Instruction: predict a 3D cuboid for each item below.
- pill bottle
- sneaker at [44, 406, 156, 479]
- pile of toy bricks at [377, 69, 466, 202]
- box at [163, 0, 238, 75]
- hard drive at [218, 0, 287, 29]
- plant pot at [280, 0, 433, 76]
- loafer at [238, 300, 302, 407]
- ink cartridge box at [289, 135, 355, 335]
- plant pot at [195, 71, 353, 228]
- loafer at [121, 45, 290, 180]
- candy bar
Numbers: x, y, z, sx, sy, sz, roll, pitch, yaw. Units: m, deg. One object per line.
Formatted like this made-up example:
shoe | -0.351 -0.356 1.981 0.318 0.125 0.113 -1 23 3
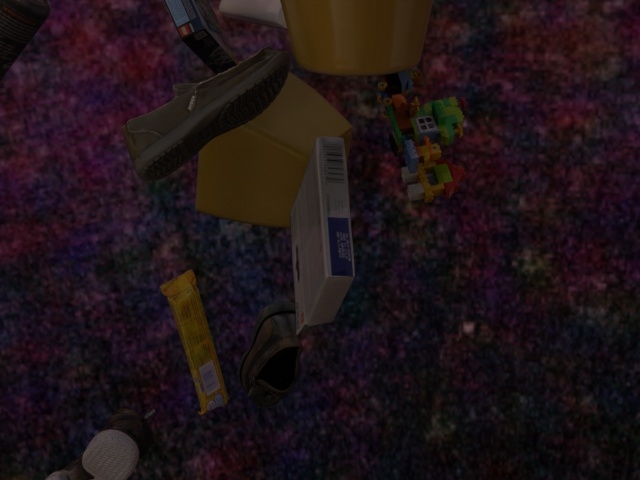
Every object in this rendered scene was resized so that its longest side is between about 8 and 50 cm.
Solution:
pill bottle | -0.533 -0.365 1.616 0.246 0.130 0.130 -47 31 15
sneaker | -0.369 0.380 1.655 0.101 0.268 0.153 46 28 -3
pile of toy bricks | 0.148 -0.166 1.324 0.105 0.118 0.212 -11 57 -5
box | -0.210 -0.375 1.625 0.044 0.159 0.233 -26 -9 5
hard drive | -0.073 -0.479 1.724 0.040 0.210 0.318 26 4 -27
plant pot | 0.044 -0.340 1.225 0.254 0.239 0.254 -1 24 0
loafer | -0.078 0.210 1.617 0.096 0.268 0.084 -7 51 -17
ink cartridge box | 0.000 0.000 1.428 0.045 0.224 0.223 2 64 -12
plant pot | -0.066 -0.141 1.646 0.187 0.212 0.212 26 40 20
loafer | -0.149 -0.180 1.256 0.251 0.094 0.087 -36 75 -14
candy bar | -0.128 0.110 1.023 0.040 0.162 0.018 -28 26 -33
